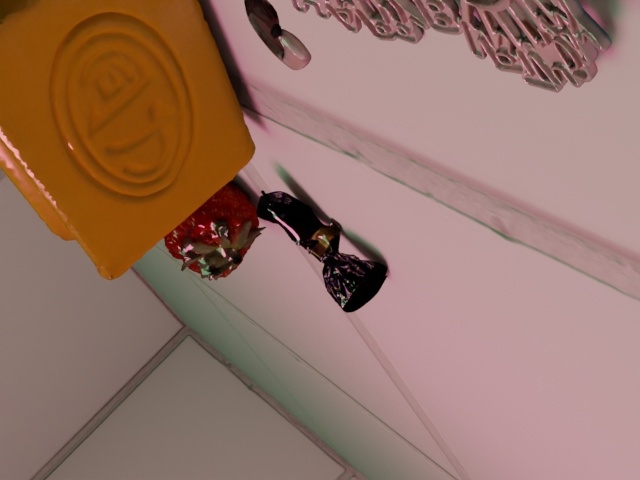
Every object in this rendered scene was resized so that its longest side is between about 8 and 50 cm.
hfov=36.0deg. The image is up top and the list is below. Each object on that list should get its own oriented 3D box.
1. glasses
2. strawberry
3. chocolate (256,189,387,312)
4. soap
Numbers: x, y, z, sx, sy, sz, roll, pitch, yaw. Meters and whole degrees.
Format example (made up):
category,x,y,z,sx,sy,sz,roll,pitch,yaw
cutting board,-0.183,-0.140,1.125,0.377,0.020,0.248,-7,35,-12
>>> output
category,x,y,z,sx,sy,sz,roll,pitch,yaw
glasses,0.020,-0.110,0.466,0.162,0.095,0.255,29,-179,-38
strawberry,-0.137,-0.027,1.204,0.131,0.131,0.148,54,-166,-37
chocolate,0.001,0.001,0.989,0.147,0.070,0.072,52,180,16
soap,-0.176,-0.125,0.788,0.096,0.204,0.324,39,165,27
